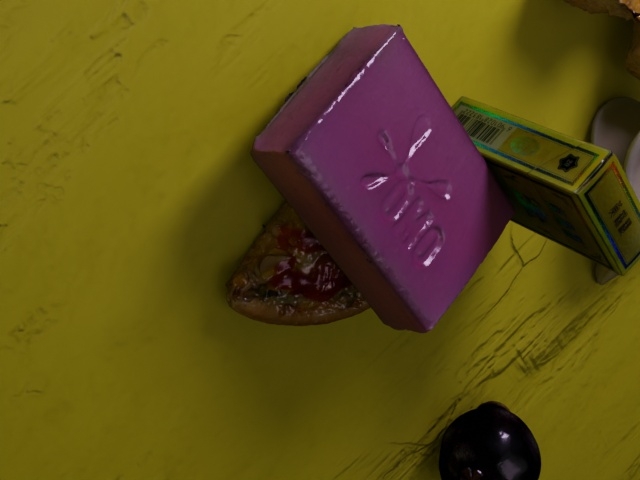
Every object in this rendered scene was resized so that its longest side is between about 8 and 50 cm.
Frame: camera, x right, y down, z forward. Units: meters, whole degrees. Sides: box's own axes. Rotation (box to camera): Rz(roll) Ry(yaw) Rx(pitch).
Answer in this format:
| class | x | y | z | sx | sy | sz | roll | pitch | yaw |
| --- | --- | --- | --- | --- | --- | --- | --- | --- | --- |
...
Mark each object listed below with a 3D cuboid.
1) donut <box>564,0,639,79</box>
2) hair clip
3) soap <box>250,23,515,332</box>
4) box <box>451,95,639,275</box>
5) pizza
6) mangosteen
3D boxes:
| class | x | y | z | sx | sy | sz | roll | pitch | yaw |
| --- | --- | --- | --- | --- | --- | --- | --- | --- | --- |
| donut | 0.366 | -0.281 | 1.128 | 0.259 | 0.101 | 0.152 | 35 | 80 | -35 |
| hair clip | 0.412 | -0.068 | 1.265 | 0.172 | 0.113 | 0.282 | -36 | 129 | -14 |
| soap | 0.070 | -0.056 | 1.010 | 0.181 | 0.081 | 0.259 | -50 | 121 | -22 |
| box | 0.230 | -0.060 | 1.075 | 0.064 | 0.220 | 0.141 | -46 | 129 | -7 |
| pizza | 0.000 | 0.000 | 1.056 | 0.188 | 0.062 | 0.198 | -2 | 111 | -35 |
| mangosteen | 0.220 | 0.271 | 1.309 | 0.151 | 0.137 | 0.137 | -39 | 139 | -58 |
